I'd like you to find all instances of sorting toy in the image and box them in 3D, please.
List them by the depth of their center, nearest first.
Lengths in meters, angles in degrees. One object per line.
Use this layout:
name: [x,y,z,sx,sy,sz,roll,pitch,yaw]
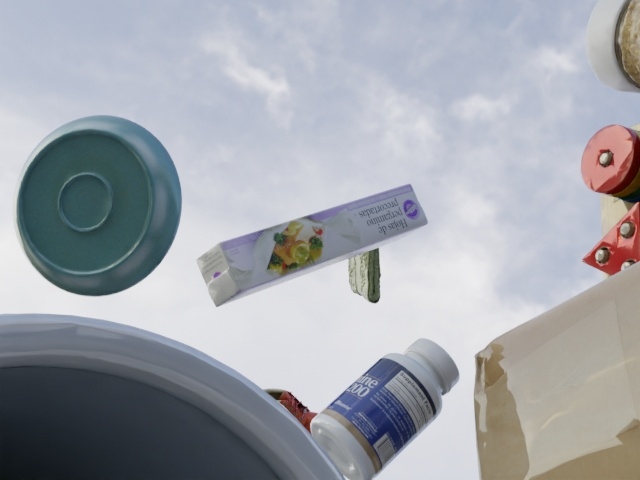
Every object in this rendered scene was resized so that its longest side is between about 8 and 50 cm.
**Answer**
sorting toy: [0.415,-0.045,0.973,0.090,0.257,0.255,10,-17,-26]

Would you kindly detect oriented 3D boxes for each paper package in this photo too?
paper package: [0.322,0.128,0.547,0.310,0.168,0.325,21,-35,-19]

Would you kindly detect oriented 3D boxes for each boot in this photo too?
boot: [-0.042,0.295,1.388,0.158,0.059,0.084,6,-66,6]

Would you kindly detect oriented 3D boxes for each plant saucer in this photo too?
plant saucer: [-0.392,-0.062,1.397,0.318,0.044,0.317,-1,-94,12]

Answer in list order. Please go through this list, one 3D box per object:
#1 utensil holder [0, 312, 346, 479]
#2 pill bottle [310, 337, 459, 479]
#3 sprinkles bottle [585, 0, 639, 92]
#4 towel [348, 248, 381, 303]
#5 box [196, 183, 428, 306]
utensil holder: [-0.194,0.248,0.421,0.328,0.327,0.385,39,-39,-14]
pill bottle: [0.055,0.134,0.662,0.067,0.120,0.067,39,-29,27]
sprinkles bottle: [0.410,-0.193,0.758,0.121,0.355,0.121,-5,-77,-23]
towel: [0.074,0.031,1.447,0.027,0.110,0.148,-8,-78,-19]
box: [0.000,0.000,1.018,0.067,0.324,0.063,-30,-99,49]
